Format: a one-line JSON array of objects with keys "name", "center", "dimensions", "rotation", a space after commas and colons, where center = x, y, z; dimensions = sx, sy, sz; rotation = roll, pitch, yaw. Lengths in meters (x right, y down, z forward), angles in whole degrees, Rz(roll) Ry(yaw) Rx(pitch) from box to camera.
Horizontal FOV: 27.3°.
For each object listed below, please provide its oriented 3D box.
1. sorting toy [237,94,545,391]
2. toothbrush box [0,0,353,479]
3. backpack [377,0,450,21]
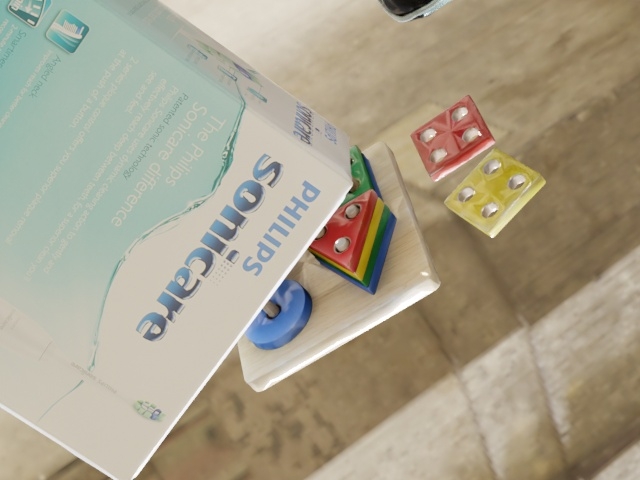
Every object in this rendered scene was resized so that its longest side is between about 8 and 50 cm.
[{"name": "sorting toy", "center": [0.000, 0.000, 0.810], "dimensions": [0.046, 0.274, 0.132], "rotation": [47, -161, -40]}, {"name": "toothbrush box", "center": [-0.159, -0.044, 0.721], "dimensions": [0.295, 0.216, 0.126], "rotation": [34, -166, -8]}, {"name": "backpack", "center": [0.093, -0.263, 0.685], "dimensions": [0.225, 0.191, 0.253], "rotation": [62, 156, 8]}]
